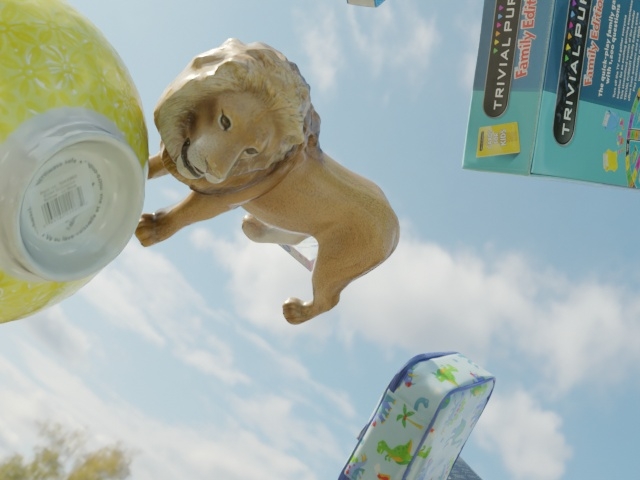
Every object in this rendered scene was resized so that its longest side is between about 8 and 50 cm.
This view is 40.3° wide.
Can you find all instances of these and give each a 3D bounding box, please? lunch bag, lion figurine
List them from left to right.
[{"bbox_3d":[-0.027,-0.045,0.841,0.240,0.142,0.392,-24,-31,31],"label":"lion figurine"},{"bbox_3d":[0.125,0.247,1.100,0.090,0.176,0.219,34,-70,31],"label":"lunch bag"}]

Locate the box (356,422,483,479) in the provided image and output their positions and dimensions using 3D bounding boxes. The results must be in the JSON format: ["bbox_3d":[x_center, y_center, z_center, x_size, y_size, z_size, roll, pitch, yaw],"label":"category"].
[{"bbox_3d":[0.190,0.401,1.544,0.183,0.059,0.232,44,11,36],"label":"box"}]

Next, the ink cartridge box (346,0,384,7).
[{"bbox_3d":[0.080,-0.383,1.179,0.052,0.122,0.088,16,-44,32],"label":"ink cartridge box"}]

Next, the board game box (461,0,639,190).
[{"bbox_3d":[0.288,-0.177,0.850,0.336,0.254,0.079,3,6,-40],"label":"board game box"}]

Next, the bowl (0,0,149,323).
[{"bbox_3d":[-0.228,-0.049,0.665,0.156,0.289,0.289,24,-31,34],"label":"bowl"}]

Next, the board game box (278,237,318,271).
[{"bbox_3d":[0.000,0.000,1.148,0.090,0.090,0.020,37,-41,47],"label":"board game box"}]
